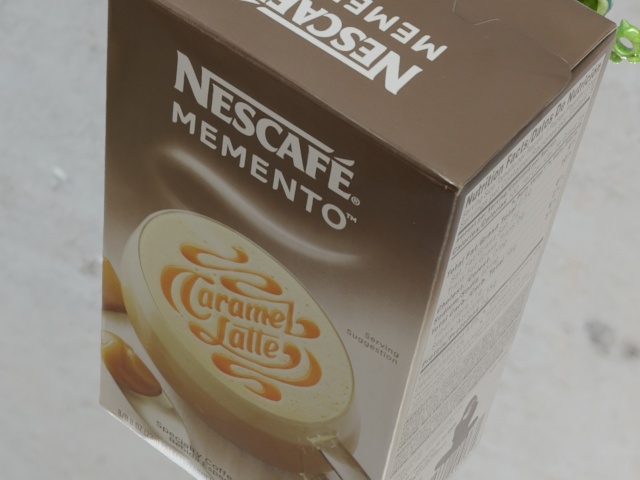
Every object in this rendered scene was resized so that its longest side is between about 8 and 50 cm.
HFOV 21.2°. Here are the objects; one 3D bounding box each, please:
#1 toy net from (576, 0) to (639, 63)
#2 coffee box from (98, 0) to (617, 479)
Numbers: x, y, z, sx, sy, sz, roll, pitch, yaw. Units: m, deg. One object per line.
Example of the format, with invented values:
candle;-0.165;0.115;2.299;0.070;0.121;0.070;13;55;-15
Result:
toy net;0.272;-0.222;1.358;0.122;0.045;0.232;47;139;-5
coffee box;0.000;0.000;0.625;0.141;0.098;0.246;33;144;19
